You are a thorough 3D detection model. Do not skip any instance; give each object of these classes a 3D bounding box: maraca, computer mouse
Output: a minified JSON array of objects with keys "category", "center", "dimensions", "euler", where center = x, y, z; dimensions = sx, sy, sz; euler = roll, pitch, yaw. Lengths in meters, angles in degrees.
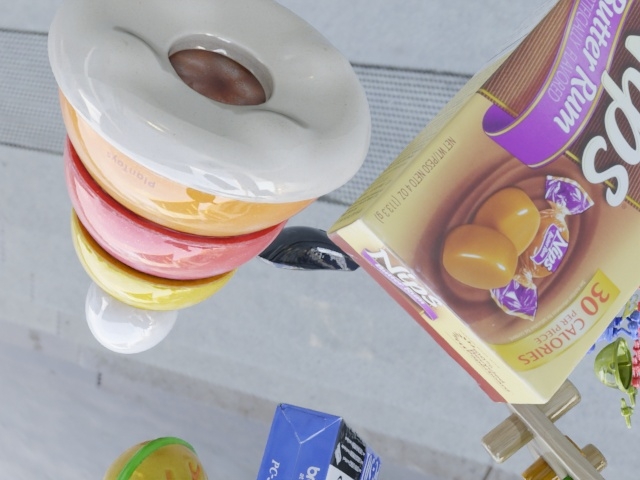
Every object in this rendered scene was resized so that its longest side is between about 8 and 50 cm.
[{"category":"maraca","center":[-0.156,0.265,1.000],"dimensions":[0.099,0.127,0.185],"euler":[22,153,31]},{"category":"computer mouse","center":[0.000,0.000,1.649],"dimensions":[0.184,0.262,0.060],"euler":[35,116,59]}]

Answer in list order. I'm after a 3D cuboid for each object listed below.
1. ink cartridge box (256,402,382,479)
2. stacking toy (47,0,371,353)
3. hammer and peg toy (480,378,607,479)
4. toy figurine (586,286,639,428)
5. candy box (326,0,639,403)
[{"category":"ink cartridge box","center":[0.000,0.181,0.705],"dimensions":[0.046,0.097,0.207],"euler":[12,164,14]},{"category":"stacking toy","center":[-0.185,-0.040,1.181],"dimensions":[0.351,0.350,0.479],"euler":[38,130,8]},{"category":"hammer and peg toy","center":[0.341,0.340,1.116],"dimensions":[0.361,0.127,0.266],"euler":[49,175,42]},{"category":"toy figurine","center":[0.554,0.215,2.118],"dimensions":[0.217,0.362,0.191],"euler":[1,123,25]},{"category":"candy box","center":[0.106,-0.033,0.444],"dimensions":[0.109,0.186,0.053],"euler":[45,164,-6]}]
